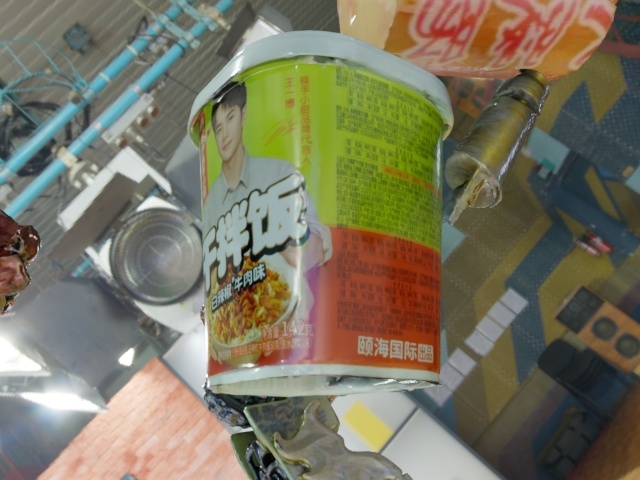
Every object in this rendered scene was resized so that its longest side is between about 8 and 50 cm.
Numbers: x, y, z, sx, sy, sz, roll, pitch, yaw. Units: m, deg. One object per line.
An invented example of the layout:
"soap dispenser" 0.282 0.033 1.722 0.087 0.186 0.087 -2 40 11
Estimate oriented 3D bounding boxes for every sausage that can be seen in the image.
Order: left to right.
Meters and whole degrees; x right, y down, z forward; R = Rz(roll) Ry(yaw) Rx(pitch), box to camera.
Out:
"sausage" 0.190 -0.322 0.749 0.286 0.233 0.233 -2 -39 -17

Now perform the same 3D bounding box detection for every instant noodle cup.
"instant noodle cup" 0.000 0.000 0.624 0.294 0.293 0.308 63 -155 -70

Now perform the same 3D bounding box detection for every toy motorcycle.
"toy motorcycle" -0.016 0.343 0.954 0.236 0.410 0.169 -13 -34 -34

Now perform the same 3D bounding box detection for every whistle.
"whistle" 0.180 -0.107 0.598 0.326 0.057 0.068 -48 -15 -52

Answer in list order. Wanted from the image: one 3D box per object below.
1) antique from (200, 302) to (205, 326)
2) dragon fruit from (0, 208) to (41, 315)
"antique" -0.236 0.174 1.407 0.104 0.104 0.104 -44 -19 -20
"dragon fruit" -0.414 0.018 0.530 0.298 0.245 0.244 -1 -37 -13
